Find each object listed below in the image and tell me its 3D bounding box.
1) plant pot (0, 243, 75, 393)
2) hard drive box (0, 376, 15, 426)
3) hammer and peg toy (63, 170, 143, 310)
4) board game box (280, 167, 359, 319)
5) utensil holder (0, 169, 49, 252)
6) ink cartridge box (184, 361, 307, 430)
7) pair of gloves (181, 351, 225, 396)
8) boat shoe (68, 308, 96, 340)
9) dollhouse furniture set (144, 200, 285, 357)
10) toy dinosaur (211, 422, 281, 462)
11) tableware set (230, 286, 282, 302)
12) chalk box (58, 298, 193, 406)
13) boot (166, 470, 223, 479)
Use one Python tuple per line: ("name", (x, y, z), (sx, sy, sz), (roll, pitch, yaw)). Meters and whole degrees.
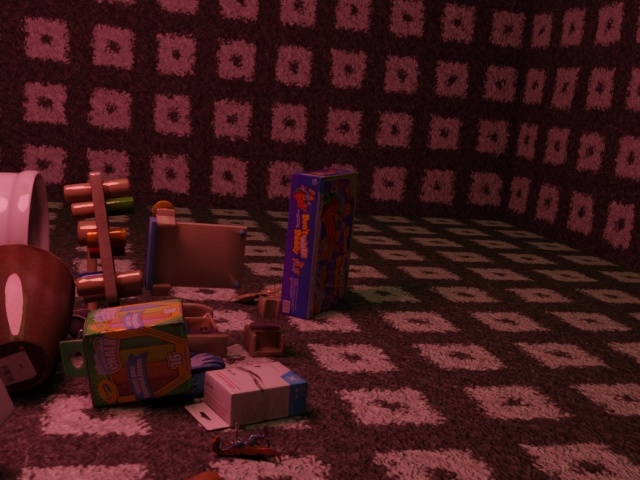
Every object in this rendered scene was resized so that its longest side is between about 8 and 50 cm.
("plant pot", (-0.533, 0.155, 1.327), (0.216, 0.215, 0.230), (0, 28, -22))
("hard drive box", (-0.512, 0.246, 0.927), (0.181, 0.089, 0.232), (-19, 10, 1))
("hammer and peg toy", (-0.445, 0.021, 1.591), (0.128, 0.265, 0.361), (-8, -7, -15))
("board game box", (0.000, 0.000, 1.897), (0.078, 0.346, 0.233), (11, 13, 24))
("utensil holder", (-0.781, 0.010, 1.566), (0.386, 0.327, 0.327), (2, 12, -13))
("ink cartridge box", (-0.125, 0.257, 1.271), (0.180, 0.060, 0.104), (-2, 14, -34))
("pair of gloves", (-0.224, 0.246, 1.392), (0.159, 0.023, 0.198), (-5, 14, -36))
("boat shoe", (-0.443, 0.184, 1.472), (0.206, 0.075, 0.065), (18, 13, 32))
("dollhouse furniture set", (-0.221, 0.067, 1.572), (0.287, 0.303, 0.198), (2, 12, -17))
("toy dinosaur", (-0.115, 0.301, 1.118), (0.082, 0.047, 0.090), (-20, 32, -23))
("tableware set", (-0.132, 0.133, 1.923), (0.141, 0.020, 0.169), (-8, 5, 32))
("chalk box", (-0.332, 0.191, 1.292), (0.213, 0.132, 0.132), (-8, 15, -10))
("boot", (-0.177, 0.324, 0.824), (0.264, 0.096, 0.280), (-3, 13, -32))
